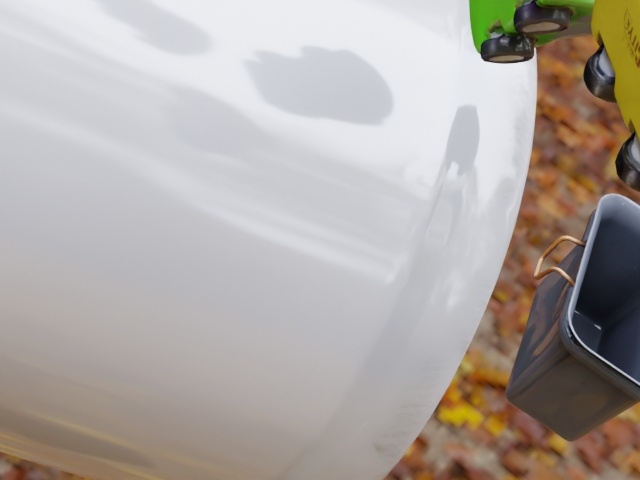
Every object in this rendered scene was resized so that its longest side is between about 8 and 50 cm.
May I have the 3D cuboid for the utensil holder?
[{"bbox_3d":[-0.147,-0.065,0.842,0.385,0.327,0.327,21,34,-23],"label":"utensil holder"}]

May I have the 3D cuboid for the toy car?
[{"bbox_3d":[0.105,-0.116,0.633,0.053,0.225,0.239,0,83,-12],"label":"toy car"}]

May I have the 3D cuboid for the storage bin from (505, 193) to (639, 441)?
[{"bbox_3d":[0.162,0.051,1.077,0.098,0.091,0.135,34,44,-10],"label":"storage bin"}]
